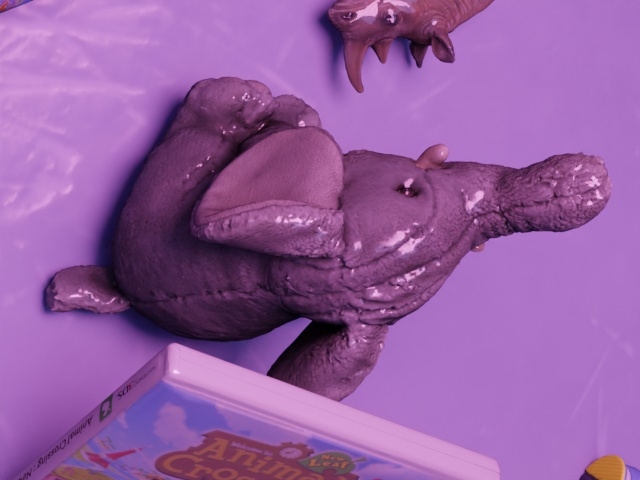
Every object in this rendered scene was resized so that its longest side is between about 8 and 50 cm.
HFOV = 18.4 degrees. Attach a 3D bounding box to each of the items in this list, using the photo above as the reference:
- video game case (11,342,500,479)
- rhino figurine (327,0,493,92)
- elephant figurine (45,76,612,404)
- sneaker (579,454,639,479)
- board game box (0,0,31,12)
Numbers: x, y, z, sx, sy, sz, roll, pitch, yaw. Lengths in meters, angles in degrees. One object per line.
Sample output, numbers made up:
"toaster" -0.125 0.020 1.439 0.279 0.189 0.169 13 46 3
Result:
"video game case" -0.044 0.139 1.075 0.212 0.193 0.023 22 47 -28
"rhino figurine" 0.077 -0.195 1.185 0.106 0.073 0.243 31 79 -24
"elephant figurine" 0.000 0.000 1.045 0.169 0.239 0.186 21 92 -33
"sneaker" 0.189 0.215 1.278 0.059 0.053 0.144 23 82 -30
"board game box" -0.212 -0.213 1.010 0.160 0.039 0.211 -26 88 -26
